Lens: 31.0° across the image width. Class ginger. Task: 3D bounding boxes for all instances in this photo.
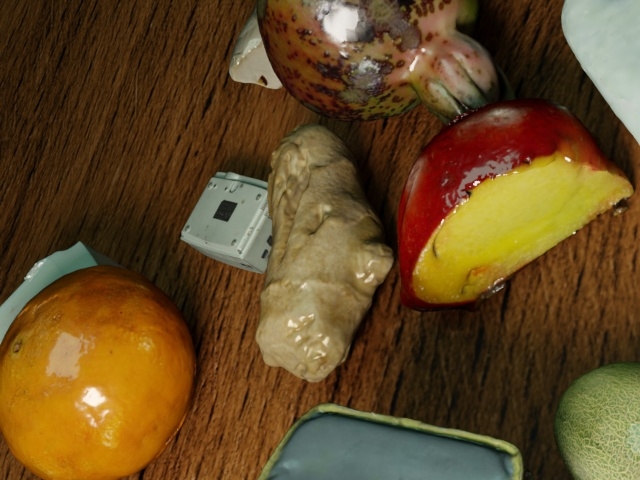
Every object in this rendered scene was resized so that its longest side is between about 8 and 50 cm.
[{"bbox_3d":[0.000,0.000,1.370,0.190,0.126,0.354,-33,45,32],"label":"ginger"}]

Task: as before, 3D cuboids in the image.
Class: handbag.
[{"bbox_3d":[0.079,0.291,0.952,0.263,0.241,0.222,5,51,40],"label":"handbag"}]

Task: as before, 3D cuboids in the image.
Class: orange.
[{"bbox_3d":[-0.289,0.172,1.459,0.284,0.226,0.283,-32,42,34],"label":"orange"}]

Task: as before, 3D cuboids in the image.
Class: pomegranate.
[{"bbox_3d":[0.089,-0.243,1.374,0.285,0.285,0.340,-48,62,7],"label":"pomegranate"}]

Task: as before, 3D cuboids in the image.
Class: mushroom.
[{"bbox_3d":[-0.063,-0.322,1.693,0.108,0.096,0.247,-20,45,35],"label":"mushroom"}]

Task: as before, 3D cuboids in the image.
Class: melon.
[{"bbox_3d":[0.278,0.173,0.956,0.139,0.139,0.192,-56,35,-3],"label":"melon"}]

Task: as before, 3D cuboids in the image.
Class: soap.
[{"bbox_3d":[-0.370,0.122,1.634,0.230,0.145,0.091,-51,40,5],"label":"soap"}]

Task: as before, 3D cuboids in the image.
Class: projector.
[{"bbox_3d":[-0.111,-0.028,1.554,0.147,0.061,0.115,16,73,48],"label":"projector"}]

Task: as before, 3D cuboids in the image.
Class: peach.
[{"bbox_3d":[0.168,-0.048,1.227,0.267,0.159,0.154,-40,35,20],"label":"peach"}]

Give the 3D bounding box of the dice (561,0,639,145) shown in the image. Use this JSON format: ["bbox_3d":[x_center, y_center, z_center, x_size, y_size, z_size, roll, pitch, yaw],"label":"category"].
[{"bbox_3d":[0.389,-0.163,0.990,0.265,0.268,0.262,-38,40,20],"label":"dice"}]
